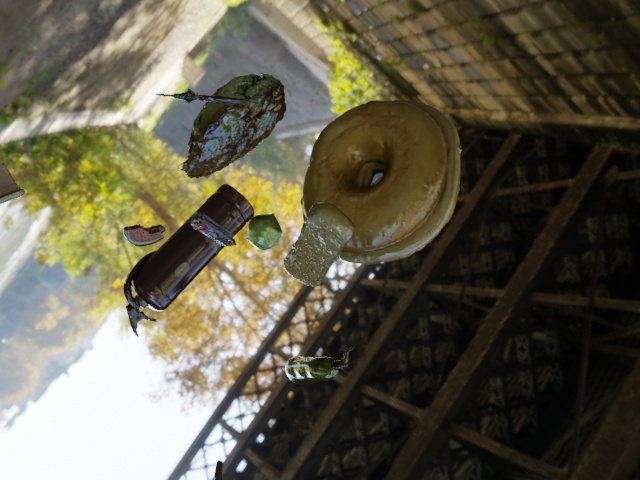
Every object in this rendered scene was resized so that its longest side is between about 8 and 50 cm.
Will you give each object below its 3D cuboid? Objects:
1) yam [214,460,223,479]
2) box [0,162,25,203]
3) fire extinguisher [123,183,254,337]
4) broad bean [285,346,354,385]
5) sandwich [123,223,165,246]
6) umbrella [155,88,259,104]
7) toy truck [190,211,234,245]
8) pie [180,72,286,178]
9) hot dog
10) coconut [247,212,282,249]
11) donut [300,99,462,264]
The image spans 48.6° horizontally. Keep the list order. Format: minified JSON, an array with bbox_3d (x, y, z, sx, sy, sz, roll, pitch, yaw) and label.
[{"bbox_3d":[-0.247,0.621,1.687,0.029,0.027,0.234,-22,-148,13],"label":"yam"},{"bbox_3d":[-0.553,-0.084,1.173,0.089,0.062,0.122,-31,-163,-33],"label":"box"},{"bbox_3d":[-0.274,0.043,1.434,0.105,0.141,0.341,23,-116,43],"label":"fire extinguisher"},{"bbox_3d":[-0.017,0.266,1.456,0.075,0.067,0.325,-10,173,-21],"label":"broad bean"},{"bbox_3d":[-0.466,-0.017,1.848,0.067,0.029,0.135,-47,151,19],"label":"sandwich"},{"bbox_3d":[-0.162,-0.205,1.023,0.022,0.148,0.022,-154,-112,-74],"label":"umbrella"},{"bbox_3d":[-0.161,-0.019,1.042,0.032,0.083,0.024,0,-115,37],"label":"toy truck"},{"bbox_3d":[-0.228,-0.296,1.861,0.354,0.103,0.288,-34,165,-39],"label":"pie"},{"bbox_3d":[0.000,0.000,1.230,0.073,0.084,0.242,-61,179,-31],"label":"hot dog"},{"bbox_3d":[-0.137,-0.025,1.732,0.096,0.087,0.088,-65,-165,2],"label":"coconut"},{"bbox_3d":[0.147,-0.148,1.735,0.448,0.198,0.449,-14,-121,25],"label":"donut"}]
